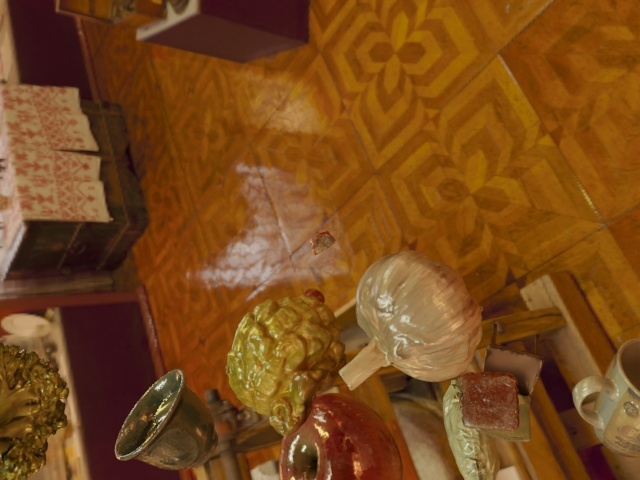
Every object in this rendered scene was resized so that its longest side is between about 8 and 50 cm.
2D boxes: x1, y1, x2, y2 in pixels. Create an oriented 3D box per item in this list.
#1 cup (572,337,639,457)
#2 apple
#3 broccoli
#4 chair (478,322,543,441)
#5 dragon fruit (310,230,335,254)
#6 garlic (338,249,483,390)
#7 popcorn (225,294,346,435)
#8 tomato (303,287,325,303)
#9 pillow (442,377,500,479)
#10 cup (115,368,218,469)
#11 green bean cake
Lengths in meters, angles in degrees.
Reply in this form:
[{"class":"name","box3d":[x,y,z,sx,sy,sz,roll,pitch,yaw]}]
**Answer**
[{"class":"cup","box3d":[0.745,0.404,1.452,0.227,0.302,0.256,-97,14,-53]},{"class":"apple","box3d":[0.060,0.549,1.452,0.345,0.270,0.344,-25,57,45]},{"class":"broccoli","box3d":[-0.520,0.280,0.885,0.247,0.263,0.243,51,168,-9]},{"class":"chair","box3d":[0.535,0.394,1.704,0.160,0.319,0.186,13,114,14]},{"class":"dragon fruit","box3d":[0.000,0.000,1.911,0.083,0.060,0.056,-34,19,1]},{"class":"garlic","box3d":[0.114,0.136,0.878,0.219,0.212,0.218,42,154,26]},{"class":"popcorn","box3d":[-0.063,0.237,1.153,0.206,0.237,0.251,132,121,-72]},{"class":"tomato","box3d":[-0.029,0.218,2.227,0.087,0.087,0.075,0,104,50]},{"class":"pillow","box3d":[0.464,0.609,1.851,0.139,0.283,0.309,-15,89,9]},{"class":"cup","box3d":[-0.285,0.381,1.195,0.199,0.150,0.199,-39,23,20]},{"class":"green bean cake","box3d":[0.407,0.385,1.442,0.135,0.056,0.135,-3,86,19]}]
